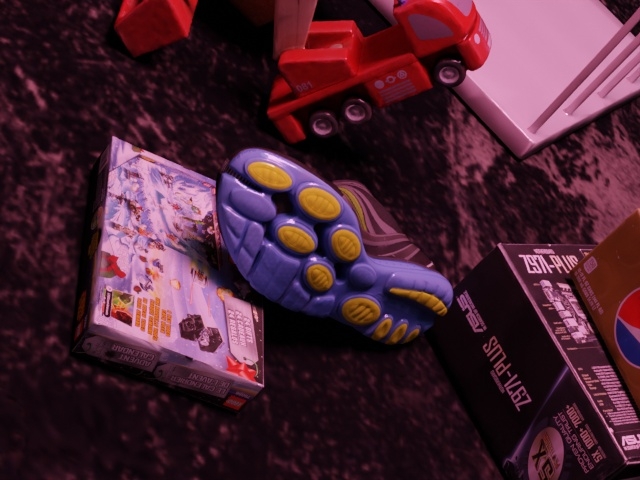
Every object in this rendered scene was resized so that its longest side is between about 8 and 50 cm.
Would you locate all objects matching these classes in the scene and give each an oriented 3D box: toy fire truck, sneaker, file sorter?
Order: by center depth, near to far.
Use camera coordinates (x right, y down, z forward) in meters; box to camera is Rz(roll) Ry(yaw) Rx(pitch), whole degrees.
[{"bbox_3d":[0.000,0.000,0.789,0.188,0.067,0.078,31,16,-50],"label":"sneaker"},{"bbox_3d":[-0.010,-0.129,0.874,0.135,0.192,0.047,55,27,-32],"label":"toy fire truck"},{"bbox_3d":[0.199,-0.217,1.132,0.193,0.173,0.278,49,35,11],"label":"file sorter"}]

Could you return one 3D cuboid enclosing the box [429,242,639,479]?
[{"bbox_3d":[0.173,0.081,0.864,0.180,0.077,0.147,0,52,-42],"label":"box"}]

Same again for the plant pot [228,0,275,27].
[{"bbox_3d":[-0.040,-0.277,0.938,0.237,0.237,0.254,-37,103,-54],"label":"plant pot"}]

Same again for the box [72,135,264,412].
[{"bbox_3d":[-0.075,0.015,0.751,0.094,0.027,0.137,23,38,-22],"label":"box"}]

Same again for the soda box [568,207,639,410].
[{"bbox_3d":[0.206,0.073,0.781,0.058,0.061,0.181,7,48,-39],"label":"soda box"}]
